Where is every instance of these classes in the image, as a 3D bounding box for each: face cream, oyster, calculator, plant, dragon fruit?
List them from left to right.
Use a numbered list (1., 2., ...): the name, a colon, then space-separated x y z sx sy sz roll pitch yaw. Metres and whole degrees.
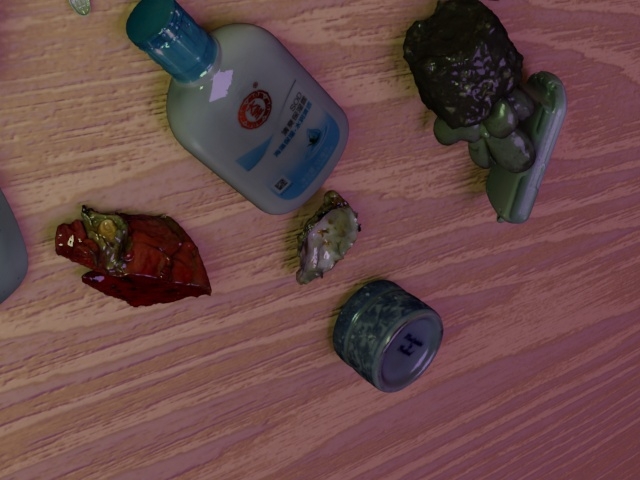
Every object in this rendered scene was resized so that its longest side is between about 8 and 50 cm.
1. dragon fruit: -0.223 0.010 1.145 0.192 0.122 0.092 20 62 -48
2. face cream: -0.091 -0.158 1.133 0.163 0.080 0.337 -53 142 -3
3. oyster: 0.004 -0.009 1.362 0.103 0.051 0.148 -13 140 -44
4. plant: 0.215 -0.194 1.375 0.149 0.146 0.274 -26 140 9
5. calculator: 0.310 -0.138 1.536 0.045 0.141 0.246 10 112 -11

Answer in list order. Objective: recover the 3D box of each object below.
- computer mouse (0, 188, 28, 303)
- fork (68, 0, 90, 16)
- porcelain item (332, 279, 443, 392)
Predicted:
1. computer mouse: -0.367 -0.009 0.938 0.159 0.097 0.288 -39 138 -23
2. fork: -0.245 -0.300 0.912 0.034 0.028 0.219 -36 138 -28
3. porcelain item: 0.098 0.141 1.517 0.147 0.114 0.147 -26 134 -30
